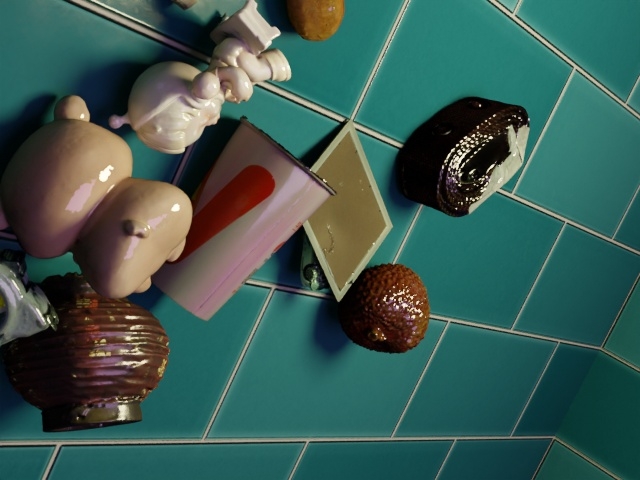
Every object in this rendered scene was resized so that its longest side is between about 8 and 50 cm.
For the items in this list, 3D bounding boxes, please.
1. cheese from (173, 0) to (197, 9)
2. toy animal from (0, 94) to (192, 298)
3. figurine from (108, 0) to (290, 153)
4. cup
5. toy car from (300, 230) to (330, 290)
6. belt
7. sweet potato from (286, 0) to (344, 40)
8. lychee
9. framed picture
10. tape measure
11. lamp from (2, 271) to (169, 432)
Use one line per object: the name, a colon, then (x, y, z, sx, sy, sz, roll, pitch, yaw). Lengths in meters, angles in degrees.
cheese: (-0.163, -0.416, 1.286, 0.192, 0.037, 0.097, -57, 144, -2)
toy animal: (-0.298, -0.036, 1.240, 0.210, 0.221, 0.229, -52, 143, -15)
figurine: (-0.174, -0.219, 1.315, 0.257, 0.182, 0.144, -43, 124, -17)
cup: (-0.139, -0.027, 1.474, 0.288, 0.203, 0.203, -52, 143, 1)
toy car: (0.000, 0.000, 1.734, 0.093, 0.058, 0.186, -6, 103, -50)
belt: (0.301, -0.170, 1.872, 0.289, 0.164, 0.184, -40, 130, -23)
sweet potato: (-0.013, -0.428, 1.403, 0.097, 0.097, 0.292, -30, 133, -33)
lychee: (0.129, 0.133, 1.872, 0.194, 0.194, 0.194, -28, 133, -34)
framed picture: (0.041, -0.052, 1.713, 0.216, 0.016, 0.273, -53, 136, -32)
tape measure: (-0.521, 0.105, 1.202, 0.330, 0.084, 0.164, -19, 108, -1)
lamp: (-0.335, 0.158, 1.342, 0.247, 0.247, 0.247, -28, 133, -34)
